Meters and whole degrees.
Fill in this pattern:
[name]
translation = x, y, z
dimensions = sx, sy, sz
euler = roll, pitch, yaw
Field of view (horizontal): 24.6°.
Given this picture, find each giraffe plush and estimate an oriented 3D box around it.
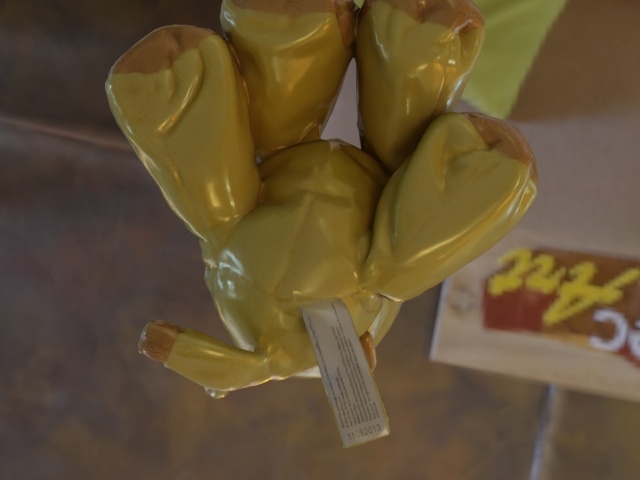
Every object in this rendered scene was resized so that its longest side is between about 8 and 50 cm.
[giraffe plush]
translation = 0.000, 0.000, 0.676
dimensions = 0.181, 0.210, 0.170
euler = 0, 166, -1
